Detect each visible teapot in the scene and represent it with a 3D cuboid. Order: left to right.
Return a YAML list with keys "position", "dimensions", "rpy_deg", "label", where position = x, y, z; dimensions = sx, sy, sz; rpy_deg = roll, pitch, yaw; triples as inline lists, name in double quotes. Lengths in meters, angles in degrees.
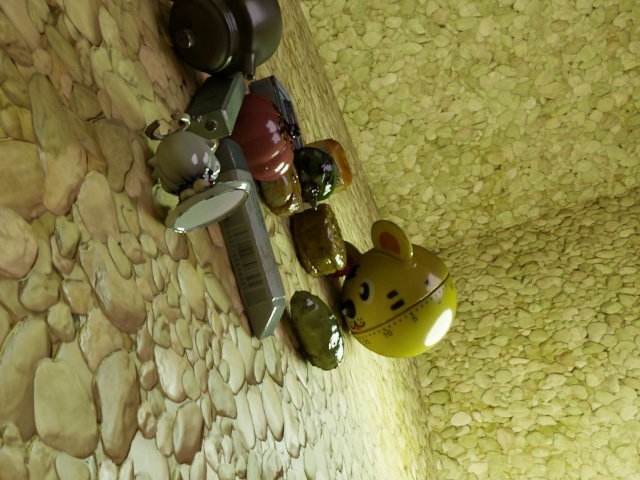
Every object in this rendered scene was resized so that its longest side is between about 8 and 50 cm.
- position: [-0.195, -0.387, 1.147]
  dimensions: [0.267, 0.185, 0.175]
  rpy_deg: [44, 43, 4]
  label: "teapot"

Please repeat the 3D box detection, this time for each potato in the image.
- position: [-0.009, 0.185, 1.348]
  dimensions: [0.117, 0.090, 0.226]
  rpy_deg: [-102, 172, -48]
  label: "potato"

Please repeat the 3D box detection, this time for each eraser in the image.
- position: [-0.127, -0.004, 1.137]
  dimensions: [0.089, 0.061, 0.352]
  rpy_deg: [3, 70, -77]
  label: "eraser"

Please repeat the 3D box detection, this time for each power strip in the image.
- position: [-0.186, -0.248, 1.172]
  dimensions: [0.272, 0.078, 0.052]
  rpy_deg: [-89, 164, -60]
  label: "power strip"

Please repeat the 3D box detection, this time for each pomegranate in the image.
- position: [-0.032, -0.156, 1.599]
  dimensions: [0.169, 0.148, 0.149]
  rpy_deg: [-44, 116, -68]
  label: "pomegranate"

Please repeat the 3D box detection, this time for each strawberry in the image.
- position: [0.038, 0.063, 1.819]
  dimensions: [0.096, 0.083, 0.083]
  rpy_deg: [39, 13, 0]
  label: "strawberry"

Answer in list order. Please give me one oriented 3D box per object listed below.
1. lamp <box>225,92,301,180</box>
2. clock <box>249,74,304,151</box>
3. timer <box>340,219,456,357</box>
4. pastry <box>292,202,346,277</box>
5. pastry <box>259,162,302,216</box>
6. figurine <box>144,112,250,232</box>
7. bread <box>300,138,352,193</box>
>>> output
- position: [-0.115, -0.211, 1.312]
  dimensions: [0.182, 0.140, 0.182]
  rpy_deg: [-22, 90, -79]
  label: "lamp"
- position: [-0.108, -0.305, 1.659]
  dimensions: [0.144, 0.073, 0.194]
  rpy_deg: [35, 39, -72]
  label: "clock"
- position: [0.199, 0.138, 1.879]
  dimensions: [0.387, 0.376, 0.376]
  rpy_deg: [57, 13, -5]
  label: "timer"
- position: [0.000, 0.000, 1.642]
  dimensions: [0.189, 0.103, 0.189]
  rpy_deg: [-17, 90, -79]
  label: "pastry"
- position: [-0.090, -0.125, 1.456]
  dimensions: [0.153, 0.081, 0.153]
  rpy_deg: [-11, 90, -85]
  label: "pastry"
- position: [-0.185, -0.106, 0.905]
  dimensions: [0.154, 0.132, 0.132]
  rpy_deg: [62, 9, 10]
  label: "figurine"
- position: [0.022, -0.229, 2.041]
  dimensions: [0.250, 0.133, 0.179]
  rpy_deg: [-15, 84, -80]
  label: "bread"
